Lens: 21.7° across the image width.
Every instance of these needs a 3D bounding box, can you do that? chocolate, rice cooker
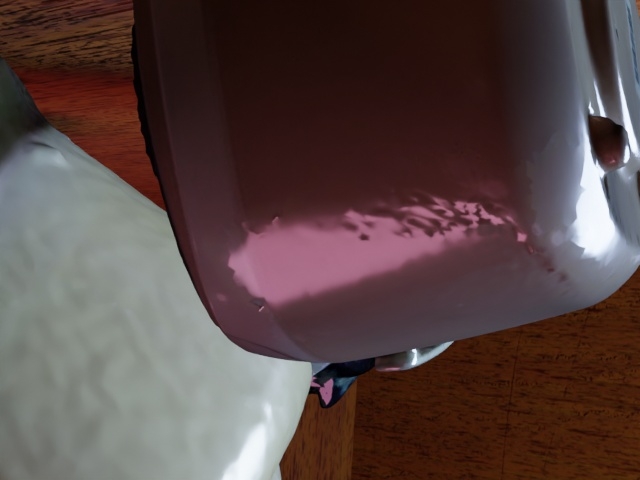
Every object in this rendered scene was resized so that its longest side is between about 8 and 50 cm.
[{"bbox_3d":[-0.143,0.102,0.883,0.297,0.326,0.314,23,163,-9],"label":"chocolate"},{"bbox_3d":[0.024,-0.039,0.437,0.127,0.145,0.206,-8,177,20],"label":"rice cooker"}]

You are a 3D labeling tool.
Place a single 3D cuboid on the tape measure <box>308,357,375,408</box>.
[{"bbox_3d":[-0.001,-0.004,1.023,0.107,0.181,0.182,7,-145,22],"label":"tape measure"}]
